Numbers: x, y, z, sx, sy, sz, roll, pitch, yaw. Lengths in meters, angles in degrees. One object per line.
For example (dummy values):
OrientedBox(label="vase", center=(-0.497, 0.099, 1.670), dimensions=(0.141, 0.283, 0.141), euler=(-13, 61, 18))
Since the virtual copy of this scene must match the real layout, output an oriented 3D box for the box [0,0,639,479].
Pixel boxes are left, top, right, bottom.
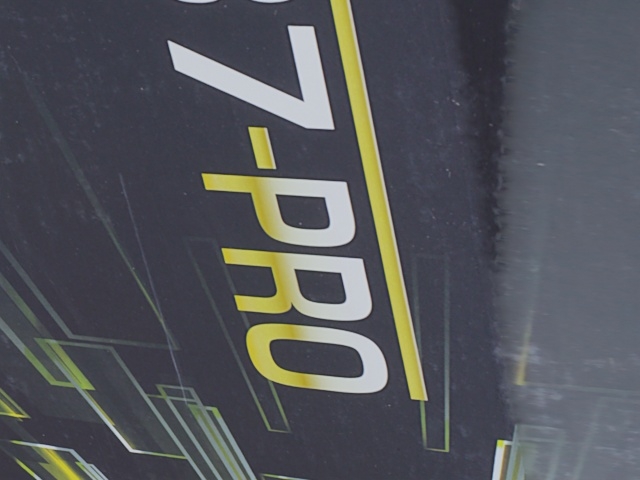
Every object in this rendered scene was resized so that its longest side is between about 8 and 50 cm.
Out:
OrientedBox(label="box", center=(0.000, 0.000, 0.559), dimensions=(0.318, 0.395, 0.097), euler=(4, 39, 20))
